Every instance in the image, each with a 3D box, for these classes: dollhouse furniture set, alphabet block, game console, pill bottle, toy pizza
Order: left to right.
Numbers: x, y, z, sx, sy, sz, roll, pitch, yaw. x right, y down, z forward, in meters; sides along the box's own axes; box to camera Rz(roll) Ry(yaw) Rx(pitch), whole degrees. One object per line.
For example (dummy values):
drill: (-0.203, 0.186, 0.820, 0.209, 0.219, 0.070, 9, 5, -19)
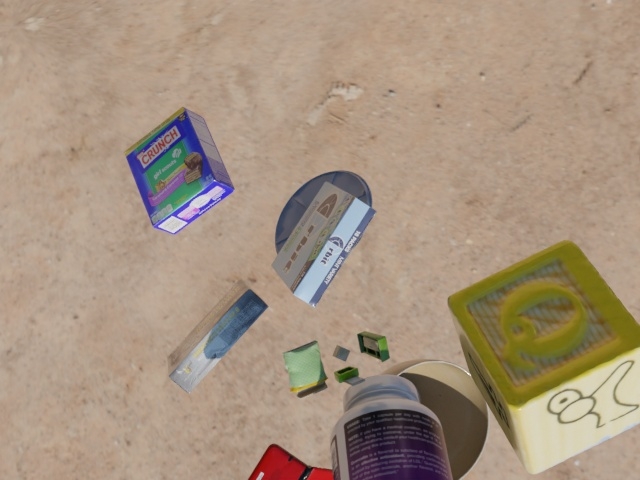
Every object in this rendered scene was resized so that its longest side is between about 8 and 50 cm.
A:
game console: (-0.063, 0.439, 1.565, 0.124, 0.085, 0.144, 32, 95, 11)
toy pizza: (0.008, -0.030, 1.527, 0.201, 0.201, 0.032, -52, 134, -1)
dollhouse furniture set: (0.025, 0.184, 1.327, 0.152, 0.059, 0.076, -18, 105, -28)
pill bottle: (0.110, 0.369, 1.347, 0.182, 0.322, 0.181, -3, 134, -3)
alphabet block: (0.301, 0.154, 1.165, 0.192, 0.193, 0.197, -27, 139, -3)

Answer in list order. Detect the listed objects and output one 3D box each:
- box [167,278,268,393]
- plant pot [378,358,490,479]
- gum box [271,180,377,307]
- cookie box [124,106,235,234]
box: (-0.210, 0.186, 1.780, 0.056, 0.183, 0.231, 43, 87, -10)
plant pot: (0.197, 0.385, 1.943, 0.284, 0.191, 0.284, -1, 94, -21)
gum box: (0.000, 0.000, 1.275, 0.041, 0.184, 0.157, 33, 93, -17)
cookie box: (-0.155, -0.076, 0.970, 0.092, 0.107, 0.040, -35, 151, 16)
